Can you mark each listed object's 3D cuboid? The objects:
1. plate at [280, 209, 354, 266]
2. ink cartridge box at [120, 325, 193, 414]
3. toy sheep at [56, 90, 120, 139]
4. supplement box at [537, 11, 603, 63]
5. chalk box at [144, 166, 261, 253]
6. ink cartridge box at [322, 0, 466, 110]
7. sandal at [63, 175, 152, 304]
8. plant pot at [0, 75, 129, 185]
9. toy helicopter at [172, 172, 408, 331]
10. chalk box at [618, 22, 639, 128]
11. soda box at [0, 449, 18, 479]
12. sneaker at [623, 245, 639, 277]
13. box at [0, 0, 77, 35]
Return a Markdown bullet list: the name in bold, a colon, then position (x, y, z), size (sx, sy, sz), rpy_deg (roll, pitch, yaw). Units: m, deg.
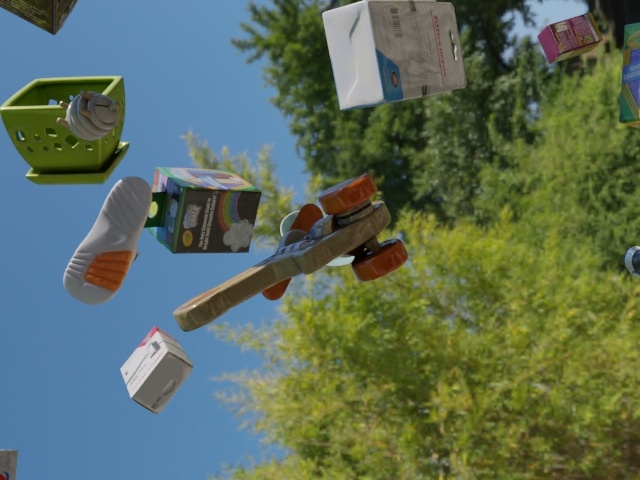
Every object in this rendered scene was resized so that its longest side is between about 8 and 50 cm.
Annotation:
- **plate**: position (0.000, 0.000, 1.717), size (0.188, 0.188, 0.024), rpy_deg (-57, -10, -53)
- **ink cartridge box**: position (-0.273, 0.212, 1.291), size (0.056, 0.135, 0.099), rpy_deg (39, -95, -24)
- **toy sheep**: position (-0.398, -0.218, 1.353), size (0.091, 0.132, 0.091), rpy_deg (15, -109, -52)
- **supplement box**: position (0.406, -0.328, 1.265), size (0.043, 0.083, 0.054), rpy_deg (131, 120, -74)
- **chalk box**: position (-0.329, -0.078, 1.987), size (0.289, 0.179, 0.180), rpy_deg (1, -69, -35)
- **ink cartridge box**: position (0.086, -0.204, 0.851), size (0.180, 0.060, 0.104), rpy_deg (-20, -78, -50)
- **sandal**: position (-0.366, 0.001, 1.405), size (0.265, 0.102, 0.076), rpy_deg (-58, 1, 15)
- **plant pot**: position (-0.579, -0.253, 1.819), size (0.228, 0.227, 0.207), rpy_deg (-83, -10, -60)
- **toy helicopter**: position (-0.059, 0.031, 1.168), size (0.140, 0.355, 0.235), rpy_deg (63, 169, -10)
- **chalk box**: position (0.587, -0.293, 1.283), size (0.132, 0.132, 0.212), rpy_deg (4, -89, -45)
- **soda box**: position (-0.665, 0.444, 1.500), size (0.074, 0.216, 0.069), rpy_deg (16, -116, -42)
- **sneaker**: position (0.803, 0.090, 1.757), size (0.078, 0.234, 0.106), rpy_deg (-61, 15, -6)
- **box**: position (-0.454, -0.491, 1.170), size (0.143, 0.191, 0.381), rpy_deg (-66, 12, -19)
